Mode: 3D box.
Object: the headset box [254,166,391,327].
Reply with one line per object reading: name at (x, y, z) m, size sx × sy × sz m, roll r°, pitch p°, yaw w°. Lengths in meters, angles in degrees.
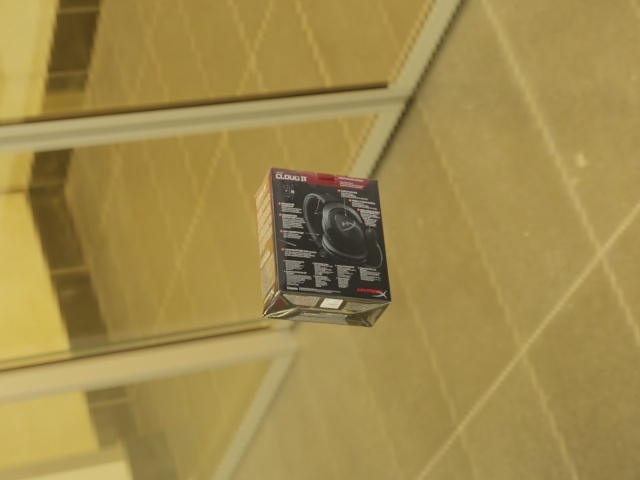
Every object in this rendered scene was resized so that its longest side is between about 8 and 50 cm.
headset box at (0.000, 0.000, 0.761) m, size 0.032 × 0.062 × 0.083 m, roll 123°, pitch 147°, yaw -53°
